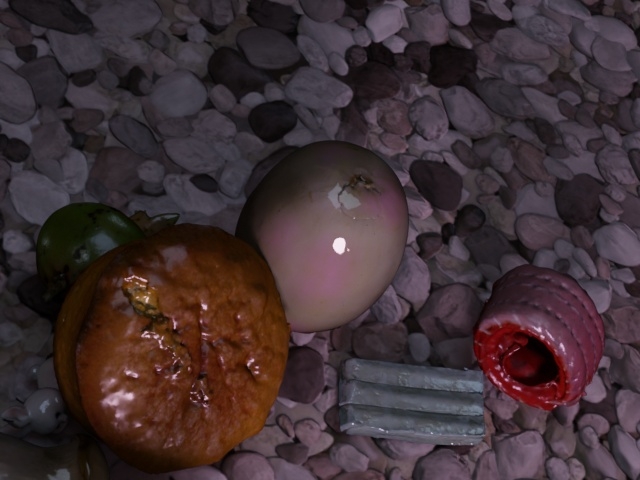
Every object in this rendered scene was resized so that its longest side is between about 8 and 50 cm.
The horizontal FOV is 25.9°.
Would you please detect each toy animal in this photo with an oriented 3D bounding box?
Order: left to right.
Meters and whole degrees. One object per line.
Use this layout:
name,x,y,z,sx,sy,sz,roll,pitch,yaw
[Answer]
toy animal,-0.341,0.201,1.737,0.085,0.071,0.124,22,51,-4

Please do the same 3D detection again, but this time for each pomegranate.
pomegranate,-0.282,0.023,1.856,0.156,0.156,0.220,56,25,20

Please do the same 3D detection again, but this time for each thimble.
thimble,0.305,0.134,1.960,0.125,0.163,0.189,-56,129,-40

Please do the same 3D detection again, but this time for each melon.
melon,0.000,0.000,1.851,0.223,0.317,0.223,10,58,-17

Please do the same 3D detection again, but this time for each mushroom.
mushroom,-0.447,0.278,1.603,0.407,0.137,0.154,2,46,-22

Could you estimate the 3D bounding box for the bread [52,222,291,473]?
bread,-0.186,0.129,1.711,0.312,0.172,0.312,-1,92,-40

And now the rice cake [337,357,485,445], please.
rice cake,0.125,0.221,1.919,0.211,0.038,0.124,11,53,-12
